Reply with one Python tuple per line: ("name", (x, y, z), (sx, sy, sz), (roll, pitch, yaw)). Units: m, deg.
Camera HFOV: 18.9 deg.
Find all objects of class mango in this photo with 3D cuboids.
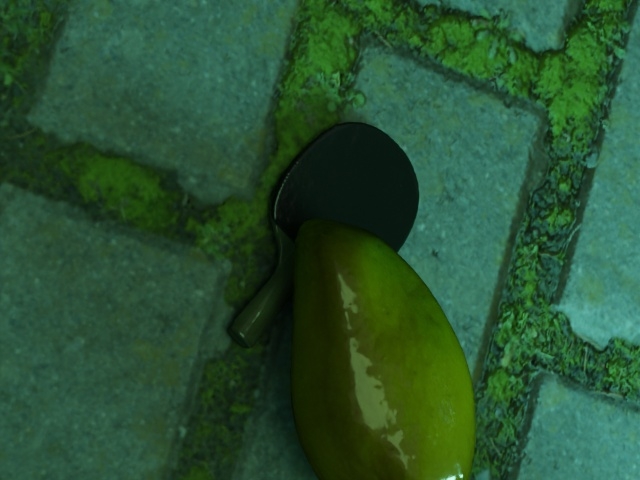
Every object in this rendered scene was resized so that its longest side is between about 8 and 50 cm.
("mango", (0.051, 0.127, 1.728), (0.176, 0.119, 0.317), (-20, 96, -30))

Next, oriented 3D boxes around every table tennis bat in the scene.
("table tennis bat", (0.000, 0.000, 1.758), (0.138, 0.022, 0.246), (46, 68, -20))
